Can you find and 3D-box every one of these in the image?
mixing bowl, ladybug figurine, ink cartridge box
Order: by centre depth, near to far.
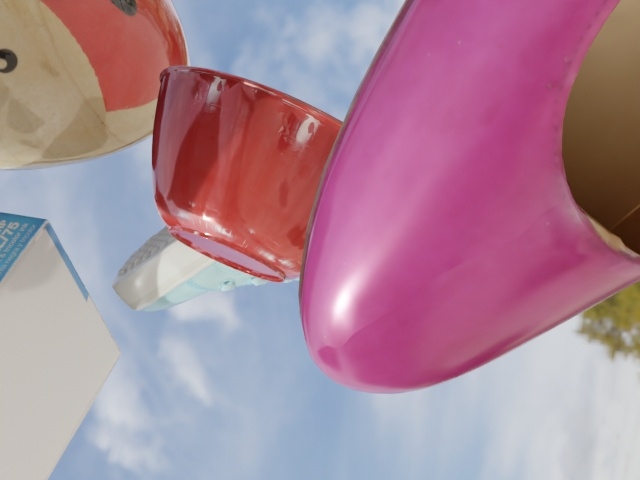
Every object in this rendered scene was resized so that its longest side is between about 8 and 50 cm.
[{"bbox_3d":[-0.044,-0.033,0.894,0.181,0.181,0.098,41,-111,-59],"label":"mixing bowl"},{"bbox_3d":[-0.369,0.096,1.208,0.197,0.270,0.198,-63,-30,-35],"label":"ink cartridge box"},{"bbox_3d":[-0.277,-0.205,1.286,0.449,0.305,0.162,-67,-9,-66],"label":"ladybug figurine"}]

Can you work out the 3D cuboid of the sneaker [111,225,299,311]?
[{"bbox_3d":[0.000,0.000,1.155,0.150,0.365,0.135,63,-174,-9],"label":"sneaker"}]

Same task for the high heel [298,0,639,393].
[{"bbox_3d":[0.143,-0.052,0.304,0.127,0.181,0.377,23,-62,-38],"label":"high heel"}]
